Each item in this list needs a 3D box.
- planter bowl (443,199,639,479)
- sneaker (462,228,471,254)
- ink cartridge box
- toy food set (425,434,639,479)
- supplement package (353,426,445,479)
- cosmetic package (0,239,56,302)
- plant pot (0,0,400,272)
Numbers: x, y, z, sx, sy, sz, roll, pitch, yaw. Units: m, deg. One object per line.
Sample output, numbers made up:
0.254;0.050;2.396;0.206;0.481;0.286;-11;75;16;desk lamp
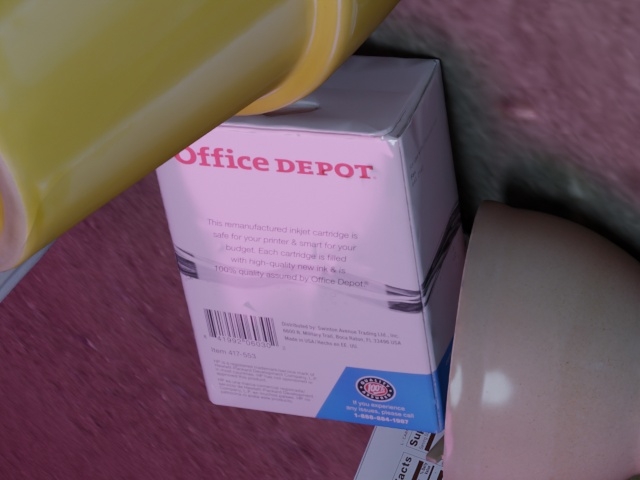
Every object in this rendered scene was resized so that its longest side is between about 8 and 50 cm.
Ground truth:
0.128;0.064;1.009;0.109;0.162;0.162;6;151;10;planter bowl
0.073;0.009;1.115;0.061;0.054;0.152;8;150;47;sneaker
0.000;0.000;1.039;0.139;0.082;0.191;6;126;21;ink cartridge box
0.169;0.131;1.073;0.192;0.132;0.038;21;136;34;toy food set
0.121;0.187;1.190;0.203;0.149;0.194;20;156;10;supplement package
-0.383;-0.075;1.324;0.393;0.329;0.327;44;159;-8;cosmetic package
-0.113;-0.122;0.834;0.254;0.239;0.254;27;148;19;plant pot
